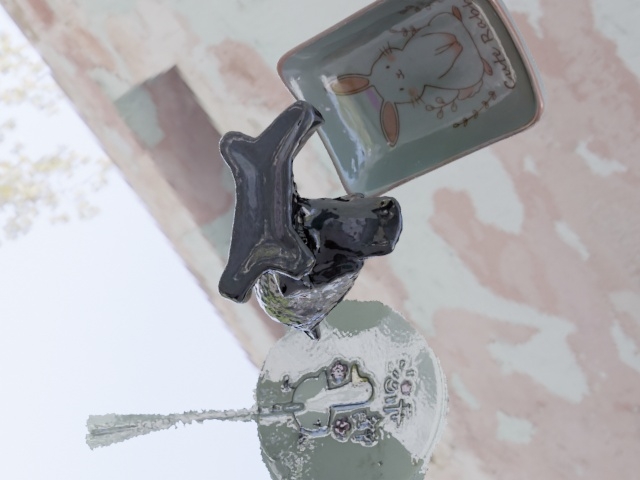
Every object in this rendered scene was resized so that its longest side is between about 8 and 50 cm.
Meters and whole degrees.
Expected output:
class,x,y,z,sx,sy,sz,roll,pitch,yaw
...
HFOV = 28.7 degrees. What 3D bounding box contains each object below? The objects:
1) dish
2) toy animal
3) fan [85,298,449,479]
class,x,y,z,sx,sy,sz,roll,pitch,yaw
dish,0.086,-0.140,1.063,0.212,0.077,0.151,-24,-79,37
toy animal,0.003,0.001,0.855,0.117,0.121,0.210,-10,-20,7
fan,-0.043,0.176,1.302,0.012,0.414,0.233,1,-90,64
